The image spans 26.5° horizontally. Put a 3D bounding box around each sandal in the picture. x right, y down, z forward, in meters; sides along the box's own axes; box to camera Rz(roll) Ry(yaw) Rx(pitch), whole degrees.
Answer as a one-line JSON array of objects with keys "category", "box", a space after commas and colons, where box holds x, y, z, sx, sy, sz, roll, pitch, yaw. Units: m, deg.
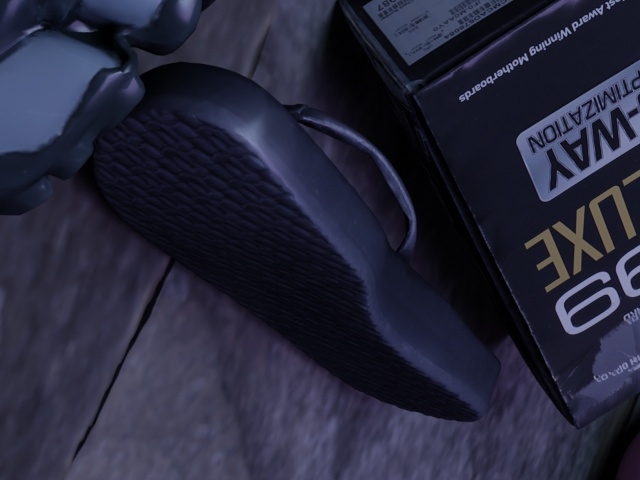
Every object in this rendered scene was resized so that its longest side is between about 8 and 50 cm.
[{"category": "sandal", "box": [-0.001, 0.000, 0.505, 0.254, 0.097, 0.055, 49, 58, -58]}]

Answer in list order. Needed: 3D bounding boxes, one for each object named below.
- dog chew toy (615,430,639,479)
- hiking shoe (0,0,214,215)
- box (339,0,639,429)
[{"category": "dog chew toy", "box": [0.249, 0.181, 0.784, 0.206, 0.206, 0.332, 46, 65, -48]}, {"category": "hiking shoe", "box": [-0.161, -0.007, 0.330, 0.132, 0.113, 0.304, 41, 81, -18]}, {"category": "box", "box": [0.190, -0.081, 0.587, 0.307, 0.076, 0.242, -32, 134, 0]}]
